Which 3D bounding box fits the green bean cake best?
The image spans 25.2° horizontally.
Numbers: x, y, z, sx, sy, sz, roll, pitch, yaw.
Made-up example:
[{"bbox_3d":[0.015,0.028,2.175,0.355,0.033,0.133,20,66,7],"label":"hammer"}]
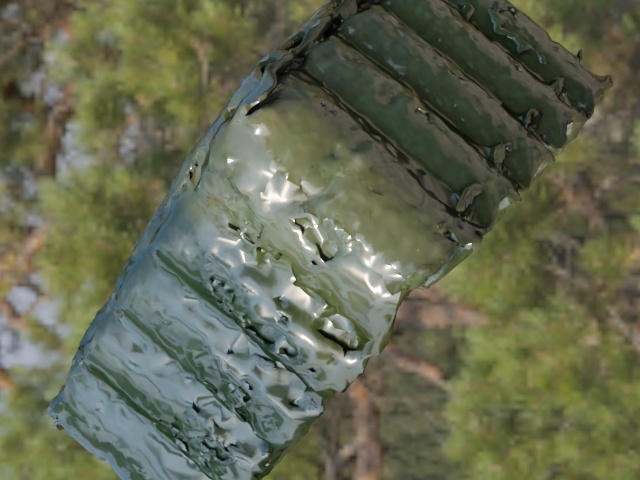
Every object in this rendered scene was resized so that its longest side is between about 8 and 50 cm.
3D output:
[{"bbox_3d":[0.000,0.000,0.697,0.255,0.132,0.241,-52,-2,41],"label":"green bean cake"}]
